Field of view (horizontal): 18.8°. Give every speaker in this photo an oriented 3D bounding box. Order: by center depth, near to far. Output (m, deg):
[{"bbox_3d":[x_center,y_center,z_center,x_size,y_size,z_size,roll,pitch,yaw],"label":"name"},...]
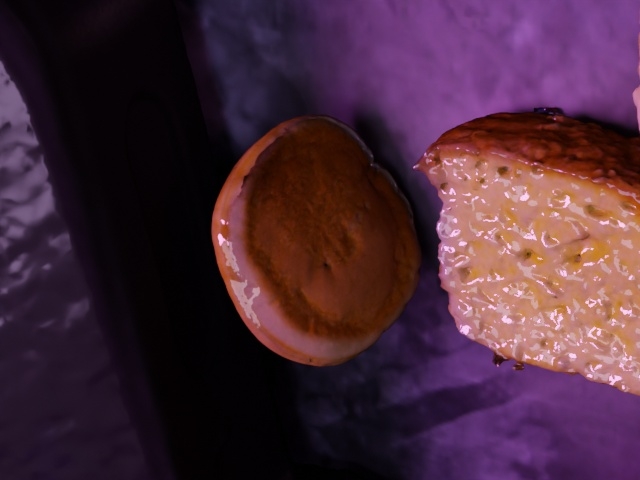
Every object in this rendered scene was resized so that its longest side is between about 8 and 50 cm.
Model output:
[{"bbox_3d":[-0.089,0.011,0.862,0.184,0.180,0.388,-5,115,24],"label":"speaker"}]

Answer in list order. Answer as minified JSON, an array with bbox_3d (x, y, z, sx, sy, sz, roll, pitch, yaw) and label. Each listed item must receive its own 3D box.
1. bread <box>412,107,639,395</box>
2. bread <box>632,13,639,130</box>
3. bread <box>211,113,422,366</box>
[{"bbox_3d":[0.130,0.011,0.801,0.187,0.065,0.103,15,124,20],"label":"bread"},{"bbox_3d":[0.187,-0.086,0.634,0.197,0.170,0.197,13,154,7],"label":"bread"},{"bbox_3d":[0.000,0.000,0.843,0.024,0.110,0.110,-10,113,55],"label":"bread"}]
